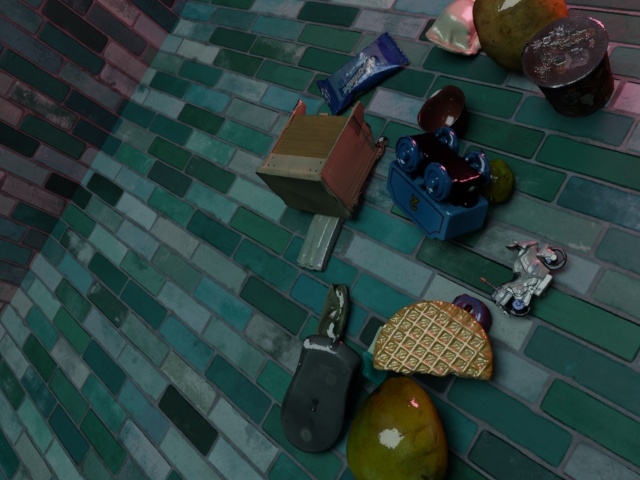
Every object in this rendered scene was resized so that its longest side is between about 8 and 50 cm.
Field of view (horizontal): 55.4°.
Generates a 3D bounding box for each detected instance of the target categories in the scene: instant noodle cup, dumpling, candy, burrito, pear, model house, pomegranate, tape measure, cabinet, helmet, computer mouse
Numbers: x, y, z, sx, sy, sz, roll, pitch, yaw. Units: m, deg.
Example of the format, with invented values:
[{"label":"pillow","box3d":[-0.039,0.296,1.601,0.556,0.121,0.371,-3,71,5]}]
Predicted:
[{"label":"instant noodle cup","box3d":[0.680,-0.456,1.645,0.217,0.207,0.217,-16,61,31]},{"label":"dumpling","box3d":[0.475,-0.694,1.982,0.252,0.131,0.179,-42,68,-14]},{"label":"candy","box3d":[0.144,-0.609,2.203,0.331,0.077,0.187,-35,60,20]},{"label":"burrito","box3d":[0.031,0.275,1.877,0.096,0.066,0.309,4,72,35]},{"label":"pear","box3d":[0.491,-0.168,1.719,0.107,0.107,0.131,-5,57,35]},{"label":"pear","box3d":[0.194,0.508,1.528,0.269,0.269,0.321,-15,53,30]},{"label":"model house","box3d":[0.190,0.335,1.693,0.100,0.127,0.149,31,86,41]},{"label":"pomegranate","box3d":[0.579,-0.638,1.764,0.281,0.281,0.281,-16,61,30]},{"label":"tape measure","box3d":[0.393,0.206,1.639,0.118,0.074,0.125,-48,45,8]},{"label":"cabinet","box3d":[0.012,-0.275,2.024,0.290,0.227,0.318,11,66,40]},{"label":"helmet","box3d":[0.393,-0.383,1.889,0.155,0.106,0.175,-7,62,35]},{"label":"computer mouse","box3d":[0.004,0.429,1.752,0.188,0.122,0.371,20,106,14]}]

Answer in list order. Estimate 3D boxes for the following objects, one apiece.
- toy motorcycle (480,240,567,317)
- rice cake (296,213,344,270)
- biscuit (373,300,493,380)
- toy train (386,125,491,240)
[{"label":"toy motorcycle","box3d":[0.522,0.089,1.583,0.150,0.102,0.221,36,93,29]},{"label":"rice cake","box3d":[0.000,0.000,2.047,0.124,0.038,0.211,8,75,38]},{"label":"biscuit","box3d":[0.291,0.255,1.581,0.309,0.040,0.205,1,71,21]},{"label":"toy train","box3d":[0.327,-0.164,1.727,0.188,0.265,0.300,-18,45,-23]}]
